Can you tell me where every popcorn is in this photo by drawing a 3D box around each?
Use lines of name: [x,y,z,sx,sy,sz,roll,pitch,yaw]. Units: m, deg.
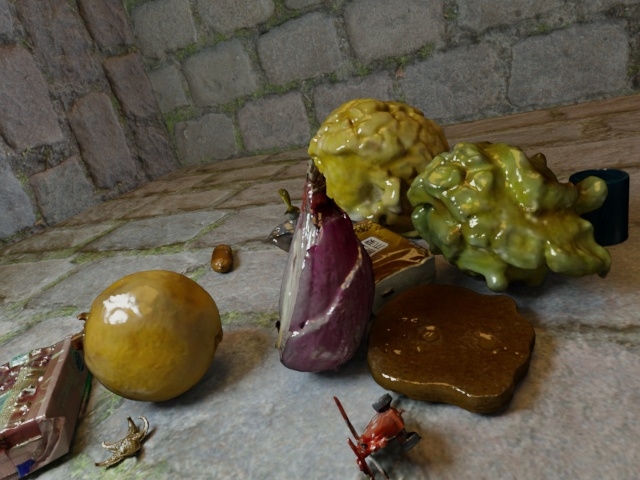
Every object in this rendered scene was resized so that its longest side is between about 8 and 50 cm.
popcorn: [0.165,-0.203,1.156,0.353,0.390,0.344,-34,13,-19]
popcorn: [0.334,-0.040,0.803,0.274,0.335,0.279,-48,-3,-22]

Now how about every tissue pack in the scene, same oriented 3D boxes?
tissue pack: [0.111,0.051,0.917,0.183,0.092,0.226,-28,33,-23]

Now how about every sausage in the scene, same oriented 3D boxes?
sausage: [-0.292,0.053,1.240,0.062,0.054,0.183,15,13,-17]

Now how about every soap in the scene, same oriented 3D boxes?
soap: [-0.516,0.290,0.731,0.217,0.098,0.273,-20,22,-15]

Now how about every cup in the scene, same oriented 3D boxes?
cup: [0.579,-0.068,0.891,0.150,0.138,0.113,-27,25,-30]

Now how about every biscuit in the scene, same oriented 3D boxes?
biscuit: [0.204,0.159,0.684,0.257,0.049,0.273,3,29,30]

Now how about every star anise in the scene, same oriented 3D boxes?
star anise: [0.004,0.001,1.116,0.198,0.111,0.257,-17,22,-38]

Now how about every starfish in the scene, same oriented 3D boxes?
starfish: [-0.302,0.311,0.645,0.078,0.028,0.091,-4,26,38]

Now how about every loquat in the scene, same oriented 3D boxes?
loquat: [-0.292,0.165,0.740,0.238,0.239,0.193,-15,15,-2]

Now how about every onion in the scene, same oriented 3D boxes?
onion: [0.023,0.050,0.723,0.158,0.349,0.267,8,22,-11]

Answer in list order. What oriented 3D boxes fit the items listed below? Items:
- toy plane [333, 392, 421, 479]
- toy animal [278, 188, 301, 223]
toy plane: [0.063,0.218,0.490,0.077,0.194,0.126,-37,50,-4]
toy animal: [-0.087,-0.082,1.399,0.219,0.095,0.155,27,35,13]
